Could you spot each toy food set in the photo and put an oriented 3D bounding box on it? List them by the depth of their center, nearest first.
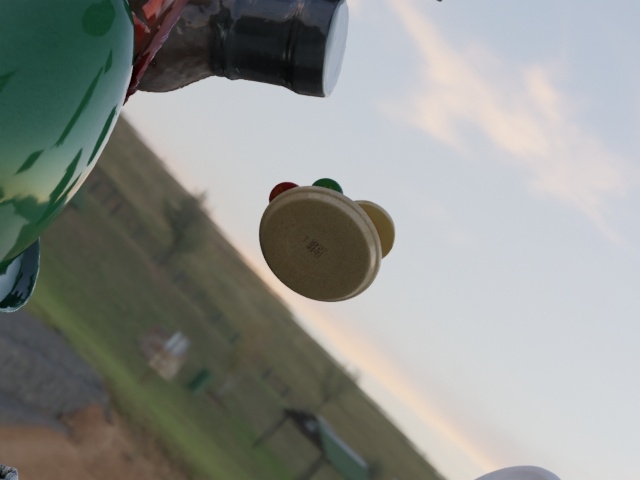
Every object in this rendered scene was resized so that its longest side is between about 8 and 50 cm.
[{"bbox_3d":[0.000,0.000,0.871,0.082,0.083,0.020,30,34,4],"label":"toy food set"}]

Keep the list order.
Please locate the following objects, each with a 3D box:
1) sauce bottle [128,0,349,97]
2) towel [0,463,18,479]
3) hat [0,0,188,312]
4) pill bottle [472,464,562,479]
[{"bbox_3d":[-0.154,-0.160,0.977,0.344,0.111,0.111,13,-13,9],"label":"sauce bottle"},{"bbox_3d":[-0.454,0.372,1.403,0.056,0.324,0.312,-123,-150,-60],"label":"towel"},{"bbox_3d":[-0.091,-0.090,0.656,0.173,0.183,0.209,58,16,-69],"label":"hat"},{"bbox_3d":[0.221,0.359,1.452,0.131,0.131,0.229,28,-37,63],"label":"pill bottle"}]
